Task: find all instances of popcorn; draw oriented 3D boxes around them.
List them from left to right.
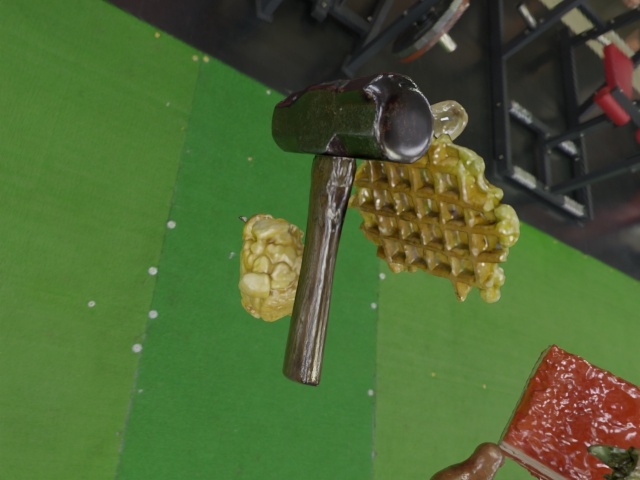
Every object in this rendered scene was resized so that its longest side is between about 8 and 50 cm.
[{"bbox_3d":[-0.073,0.055,0.895,0.140,0.163,0.194,-5,121,-12],"label":"popcorn"}]

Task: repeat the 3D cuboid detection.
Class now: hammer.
[{"bbox_3d":[0.000,0.000,0.679,0.095,0.242,0.409,5,99,-33],"label":"hammer"}]

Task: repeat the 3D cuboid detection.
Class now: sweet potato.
[{"bbox_3d":[0.192,0.327,0.718,0.202,0.058,0.055,-13,95,-40],"label":"sweet potato"}]

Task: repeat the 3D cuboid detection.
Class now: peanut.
[{"bbox_3d":[0.186,-0.206,1.056,0.227,0.104,0.086,-28,83,4],"label":"peanut"}]

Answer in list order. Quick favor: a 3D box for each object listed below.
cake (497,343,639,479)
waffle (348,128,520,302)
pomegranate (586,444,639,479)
[{"bbox_3d":[0.567,0.413,1.151,0.270,0.269,0.319,-58,152,-12],"label":"cake"},{"bbox_3d":[0.155,-0.037,0.794,0.058,0.282,0.300,-30,51,-30],"label":"waffle"},{"bbox_3d":[0.490,0.332,0.612,0.260,0.340,0.261,-14,108,-51],"label":"pomegranate"}]
